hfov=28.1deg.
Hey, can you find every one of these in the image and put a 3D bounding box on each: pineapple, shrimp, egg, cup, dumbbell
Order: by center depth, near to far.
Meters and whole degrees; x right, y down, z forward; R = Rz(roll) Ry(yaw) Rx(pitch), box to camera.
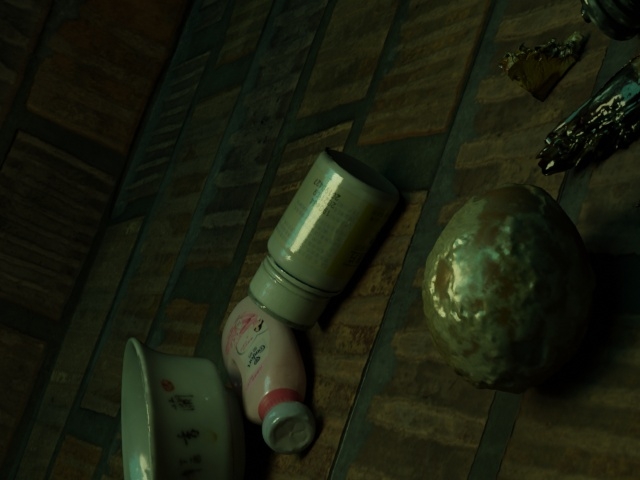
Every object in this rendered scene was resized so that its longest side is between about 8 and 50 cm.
[{"bbox_3d":[0.209,0.053,1.417,0.195,0.194,0.233,5,84,65],"label":"egg"},{"bbox_3d":[0.351,-0.113,1.442,0.290,0.054,0.222,-34,38,44],"label":"shrimp"},{"bbox_3d":[0.404,-0.325,1.489,0.254,0.110,0.110,-31,40,44],"label":"dumbbell"},{"bbox_3d":[0.298,-0.232,1.679,0.114,0.114,0.077,-29,77,30],"label":"pineapple"},{"bbox_3d":[-0.213,0.322,2.009,0.347,0.163,0.347,179,90,-74],"label":"cup"}]

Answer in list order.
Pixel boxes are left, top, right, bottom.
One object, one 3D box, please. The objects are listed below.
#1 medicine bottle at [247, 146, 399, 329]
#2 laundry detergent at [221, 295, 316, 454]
[{"bbox_3d":[0.000,0.000,1.962,0.258,0.143,0.143,-57,25,16],"label":"medicine bottle"},{"bbox_3d":[-0.082,0.213,1.998,0.159,0.087,0.335,-65,23,19],"label":"laundry detergent"}]
